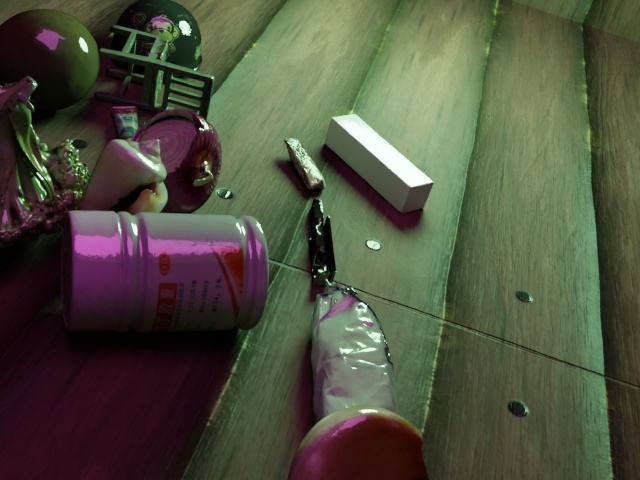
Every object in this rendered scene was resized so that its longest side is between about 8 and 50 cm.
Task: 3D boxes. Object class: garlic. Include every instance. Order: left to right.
[{"bbox_3d":[0.046,0.341,1.209,0.228,0.217,0.110,-18,14,-21],"label":"garlic"}]

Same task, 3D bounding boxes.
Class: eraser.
[{"bbox_3d":[0.133,-0.185,2.008,0.078,0.076,0.298,-15,47,-37],"label":"eraser"}]

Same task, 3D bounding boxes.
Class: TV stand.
[{"bbox_3d":[0.000,0.000,1.745,0.042,0.036,0.249,8,37,-10],"label":"TV stand"}]

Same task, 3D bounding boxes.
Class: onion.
[{"bbox_3d":[-0.282,-0.143,1.693,0.201,0.200,0.207,5,61,-16],"label":"onion"}]

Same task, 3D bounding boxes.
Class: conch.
[{"bbox_3d":[-0.352,-0.076,1.540,0.158,0.255,0.127,45,25,13],"label":"conch"}]

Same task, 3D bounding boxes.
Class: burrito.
[{"bbox_3d":[-0.037,-0.172,1.952,0.051,0.042,0.171,4,39,-34],"label":"burrito"},{"bbox_3d":[0.052,0.207,1.440,0.139,0.101,0.445,-2,38,-3],"label":"burrito"}]

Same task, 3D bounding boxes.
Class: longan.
[{"bbox_3d":[-0.610,-0.393,1.864,0.248,0.248,0.248,11,37,-8],"label":"longan"}]

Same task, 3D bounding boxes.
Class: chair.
[{"bbox_3d":[-0.381,-0.391,2.016,0.270,0.136,0.147,12,38,-5],"label":"chair"}]

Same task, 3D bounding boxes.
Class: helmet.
[{"bbox_3d":[-0.406,-0.534,2.178,0.230,0.160,0.279,11,38,-5],"label":"helmet"}]

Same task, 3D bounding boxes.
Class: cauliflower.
[{"bbox_3d":[-0.561,-0.132,1.499,0.260,0.281,0.327,-21,35,-3],"label":"cauliflower"}]

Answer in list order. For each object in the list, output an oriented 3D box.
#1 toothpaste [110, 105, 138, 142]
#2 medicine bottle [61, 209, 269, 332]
[{"bbox_3d":[-0.421,-0.233,1.880,0.062,0.039,0.239,-4,38,-16],"label":"toothpaste"},{"bbox_3d":[-0.263,0.053,1.428,0.316,0.202,0.202,1,39,-21],"label":"medicine bottle"}]
